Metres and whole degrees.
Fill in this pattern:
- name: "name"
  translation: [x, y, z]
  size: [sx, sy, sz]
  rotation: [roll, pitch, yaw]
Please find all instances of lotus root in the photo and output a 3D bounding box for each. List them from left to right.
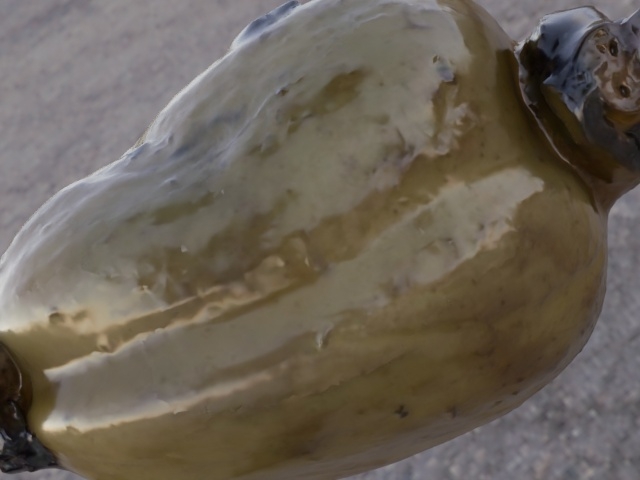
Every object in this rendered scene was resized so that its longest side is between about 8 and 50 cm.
- name: "lotus root"
  translation: [0.000, 0.000, 0.527]
  size: [0.257, 0.154, 0.140]
  rotation: [-23, -14, 2]
